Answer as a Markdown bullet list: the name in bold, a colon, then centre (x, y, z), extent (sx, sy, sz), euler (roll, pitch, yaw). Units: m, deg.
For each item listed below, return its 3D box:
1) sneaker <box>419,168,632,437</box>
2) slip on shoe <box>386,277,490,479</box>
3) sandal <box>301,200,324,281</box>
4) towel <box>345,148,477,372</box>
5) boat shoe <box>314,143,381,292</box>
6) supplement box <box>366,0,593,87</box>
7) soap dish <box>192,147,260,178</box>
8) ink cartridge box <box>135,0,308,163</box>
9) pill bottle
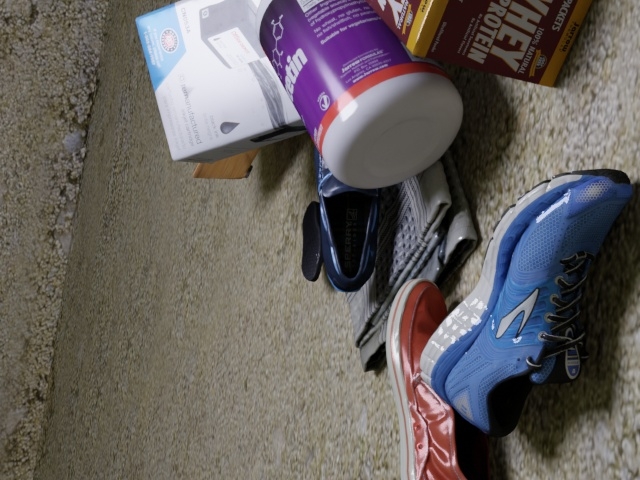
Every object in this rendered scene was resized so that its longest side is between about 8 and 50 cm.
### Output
- **sneaker**: centre (0.236, 0.070, 1.309), extent (0.147, 0.130, 0.330), euler (50, 127, 36)
- **slip on shoe**: centre (0.147, 0.188, 1.474), extent (0.101, 0.123, 0.331), euler (-23, 51, 26)
- **sandal**: centre (0.000, 0.000, 1.934), extent (0.067, 0.040, 0.179), euler (-60, 17, 29)
- **towel**: centre (0.090, -0.031, 1.713), extent (0.312, 0.056, 0.324), euler (-57, 34, 42)
- **boat shoe**: centre (0.047, -0.063, 1.661), extent (0.089, 0.109, 0.258), euler (127, 135, -85)
- **supplement box**: centre (0.174, -0.288, 1.446), extent (0.129, 0.191, 0.194), euler (-68, 28, 25)
- **soap dish**: centre (-0.107, -0.255, 2.075), extent (0.291, 0.118, 0.229), euler (-56, 11, 43)
- **ink cartridge box**: centre (-0.082, -0.259, 1.818), extent (0.307, 0.129, 0.223), euler (-16, 86, 22)
- **pill bottle**: centre (0.033, -0.232, 1.582), extent (0.323, 0.181, 0.181), euler (62, 139, 31)
